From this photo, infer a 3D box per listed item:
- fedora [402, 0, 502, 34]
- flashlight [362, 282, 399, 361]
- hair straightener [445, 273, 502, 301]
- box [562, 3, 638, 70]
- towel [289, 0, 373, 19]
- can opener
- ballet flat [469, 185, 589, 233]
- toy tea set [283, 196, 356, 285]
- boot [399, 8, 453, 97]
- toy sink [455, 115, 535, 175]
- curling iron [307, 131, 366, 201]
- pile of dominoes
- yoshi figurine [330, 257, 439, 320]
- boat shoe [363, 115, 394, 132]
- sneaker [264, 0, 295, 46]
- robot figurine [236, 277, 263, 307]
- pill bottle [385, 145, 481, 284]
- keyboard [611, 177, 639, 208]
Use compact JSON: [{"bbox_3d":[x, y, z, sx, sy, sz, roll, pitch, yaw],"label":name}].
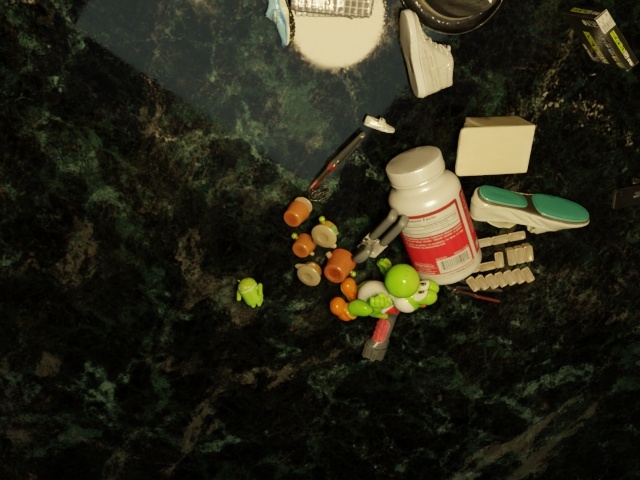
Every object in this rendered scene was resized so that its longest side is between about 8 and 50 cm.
[{"bbox_3d":[0.368,-0.708,1.452,0.335,0.152,0.333,-2,118,-4],"label":"fedora"},{"bbox_3d":[0.222,0.304,1.993,0.103,0.103,0.303,23,117,12],"label":"flashlight"},{"bbox_3d":[0.554,0.161,1.990,0.231,0.047,0.088,13,98,-6],"label":"hair straightener"},{"bbox_3d":[0.788,-0.576,1.546,0.045,0.184,0.191,-42,114,13],"label":"box"},{"bbox_3d":[0.039,-0.727,1.427,0.235,0.121,0.283,2,117,-6],"label":"towel"},{"bbox_3d":[0.188,-0.002,1.720,0.074,0.093,0.280,29,146,-6],"label":"can opener"},{"bbox_3d":[0.686,-0.090,1.833,0.401,0.139,0.139,10,116,-6],"label":"ballet flat"},{"bbox_3d":[0.000,0.000,1.826,0.200,0.124,0.335,2,125,26],"label":"toy tea set"},{"bbox_3d":[0.310,-0.549,1.573,0.124,0.095,0.258,-21,126,-2],"label":"boot"},{"bbox_3d":[0.514,-0.296,1.693,0.235,0.131,0.152,-5,118,-9],"label":"toy sink"},{"bbox_3d":[0.053,-0.233,1.732,0.068,0.035,0.274,29,112,-23],"label":"curling iron"},{"bbox_3d":[0.625,0.073,1.946,0.252,0.040,0.195,-11,106,6],"label":"pile of dominoes"},{"bbox_3d":[0.200,0.155,1.788,0.362,0.203,0.203,-13,80,37],"label":"yoshi figurine"},{"bbox_3d":[0.184,-0.360,1.681,0.100,0.035,0.035,17,117,-7],"label":"boat shoe"},{"bbox_3d":[-0.115,-0.618,1.512,0.073,0.063,0.162,-4,115,16],"label":"sneaker"},{"bbox_3d":[-0.243,0.177,1.896,0.101,0.067,0.115,-13,120,24],"label":"robot figurine"},{"bbox_3d":[0.352,-0.079,1.733,0.229,0.229,0.407,-22,117,6],"label":"pill bottle"},{"bbox_3d":[1.093,-0.173,1.877,0.180,0.023,0.108,-12,124,0],"label":"keyboard"}]
